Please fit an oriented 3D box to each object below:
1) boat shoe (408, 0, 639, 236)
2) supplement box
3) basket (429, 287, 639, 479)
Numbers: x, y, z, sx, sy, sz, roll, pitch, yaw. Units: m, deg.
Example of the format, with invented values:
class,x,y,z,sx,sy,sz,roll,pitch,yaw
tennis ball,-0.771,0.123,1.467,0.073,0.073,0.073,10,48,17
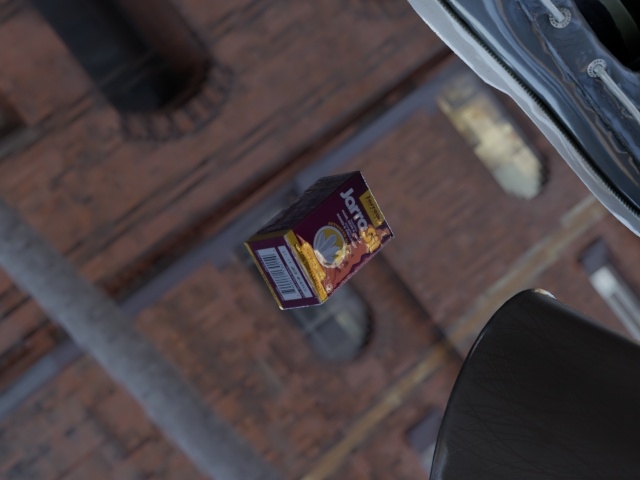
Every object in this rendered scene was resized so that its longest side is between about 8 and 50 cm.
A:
class,x,y,z,sx,sy,sz,roll,pitch,yaw
boat shoe,0.183,-0.092,1.062,0.099,0.319,0.116,-35,-157,44
supplement box,0.000,0.000,1.247,0.043,0.055,0.083,-10,-155,48
basket,0.189,0.148,0.981,0.154,0.226,0.204,-42,139,-40
